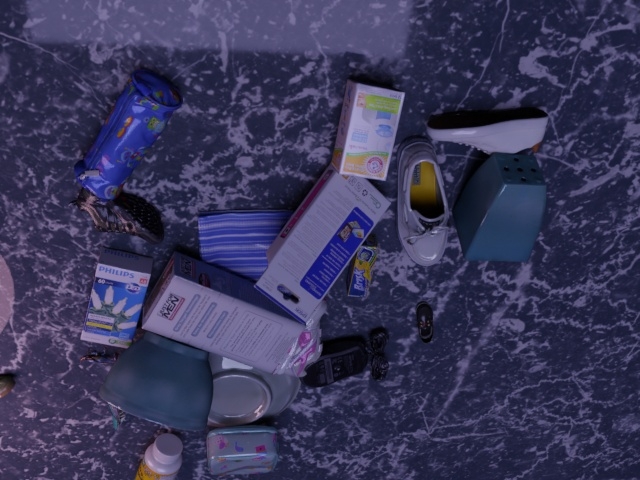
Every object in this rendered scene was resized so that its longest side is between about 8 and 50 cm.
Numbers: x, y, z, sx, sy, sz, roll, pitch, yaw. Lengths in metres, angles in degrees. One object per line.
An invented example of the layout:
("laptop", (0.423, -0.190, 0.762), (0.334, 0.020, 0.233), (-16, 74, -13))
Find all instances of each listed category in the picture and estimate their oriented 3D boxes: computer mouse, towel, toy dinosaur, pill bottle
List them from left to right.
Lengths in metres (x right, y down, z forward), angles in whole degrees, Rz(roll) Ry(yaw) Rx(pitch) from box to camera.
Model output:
("toy dinosaur", (-0.610, 0.324, 2.012), (0.082, 0.047, 0.090), (26, 152, -32))
("pill bottle", (-0.494, 0.695, 2.226), (0.117, 0.118, 0.208), (16, 122, -17))
("towel", (-0.191, 0.069, 1.872), (0.243, 0.040, 0.336), (-2, 125, -7))
("computer mouse", (0.061, 0.346, 2.086), (0.272, 0.072, 0.189), (-11, 124, -14))

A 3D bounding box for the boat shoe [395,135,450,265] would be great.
("boat shoe", (0.261, -0.061, 1.763), (0.135, 0.156, 0.367), (-8, 125, -1))

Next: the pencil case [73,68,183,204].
("pencil case", (-0.429, -0.225, 1.580), (0.119, 0.133, 0.306), (44, 113, 6))

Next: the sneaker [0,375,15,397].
("sneaker", (-0.951, 0.405, 1.995), (0.192, 0.064, 0.086), (-18, 130, 9))

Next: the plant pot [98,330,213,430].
("plant pot", (-0.403, 0.348, 1.882), (0.293, 0.293, 0.196), (21, 85, -21))

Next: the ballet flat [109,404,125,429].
("ballet flat", (-0.598, 0.516, 2.137), (0.041, 0.041, 0.114), (-2, 126, -6))

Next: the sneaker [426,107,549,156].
("sneaker", (0.388, -0.234, 1.688), (0.290, 0.106, 0.123), (-3, 123, -7))

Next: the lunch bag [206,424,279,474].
("lunch bag", (-0.230, 0.632, 2.171), (0.224, 0.108, 0.279), (-3, 154, -10))

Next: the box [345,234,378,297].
("box", (0.108, 0.068, 1.895), (0.054, 0.059, 0.169), (5, 124, -8))

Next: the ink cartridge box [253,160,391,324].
("ink cartridge box", (0.000, 0.000, 1.725), (0.175, 0.069, 0.371), (40, 79, -29))

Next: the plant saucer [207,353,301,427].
("plant saucer", (-0.249, 0.428, 2.080), (0.400, 0.100, 0.400), (-4, 126, -5))

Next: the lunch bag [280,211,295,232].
("lunch bag", (-0.036, 0.008, 1.796), (0.128, 0.096, 0.151), (9, 108, -34))

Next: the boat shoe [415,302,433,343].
("boat shoe", (0.298, 0.234, 2.048), (0.049, 0.042, 0.133), (-8, 124, 1))

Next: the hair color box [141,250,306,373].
("hair color box", (-0.246, 0.191, 1.858), (0.374, 0.114, 0.185), (24, 115, -24))

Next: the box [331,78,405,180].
("box", (0.103, -0.246, 1.614), (0.114, 0.103, 0.203), (8, 106, -12))

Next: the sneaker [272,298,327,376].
("sneaker", (-0.042, 0.266, 1.973), (0.111, 0.103, 0.252), (24, 104, -24))

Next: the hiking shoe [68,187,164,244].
("hiking shoe", (-0.483, -0.056, 1.733), (0.227, 0.086, 0.114), (38, 126, -22))

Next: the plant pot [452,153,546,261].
("plant pot", (0.439, -0.088, 1.731), (0.165, 0.166, 0.234), (2, 138, -9))

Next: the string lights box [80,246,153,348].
("string lights box", (-0.526, 0.150, 1.863), (0.133, 0.077, 0.260), (13, 122, -15))
